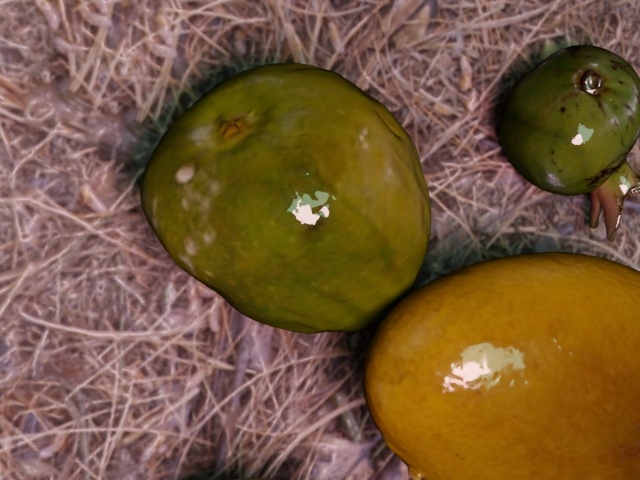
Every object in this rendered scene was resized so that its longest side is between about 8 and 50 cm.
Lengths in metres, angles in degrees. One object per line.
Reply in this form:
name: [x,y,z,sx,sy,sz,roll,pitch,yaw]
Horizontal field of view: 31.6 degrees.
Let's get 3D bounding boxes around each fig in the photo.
fig: [-0.007,-0.029,1.010,0.314,0.233,0.233,24,82,-63]

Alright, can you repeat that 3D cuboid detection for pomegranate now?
pomegranate: [0.265,-0.093,1.117,0.152,0.131,0.191,-39,112,-18]

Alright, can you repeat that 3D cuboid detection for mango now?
mango: [0.216,0.158,1.040,0.445,0.220,0.301,20,102,-30]

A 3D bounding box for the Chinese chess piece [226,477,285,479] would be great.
Chinese chess piece: [-0.063,0.361,0.907,0.140,0.338,0.338,33,81,-37]
